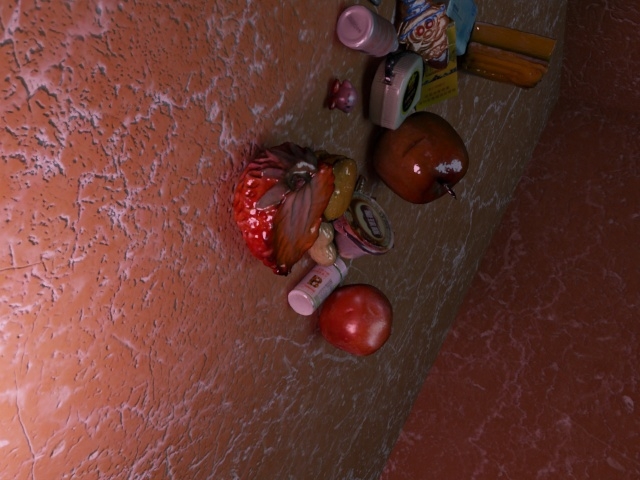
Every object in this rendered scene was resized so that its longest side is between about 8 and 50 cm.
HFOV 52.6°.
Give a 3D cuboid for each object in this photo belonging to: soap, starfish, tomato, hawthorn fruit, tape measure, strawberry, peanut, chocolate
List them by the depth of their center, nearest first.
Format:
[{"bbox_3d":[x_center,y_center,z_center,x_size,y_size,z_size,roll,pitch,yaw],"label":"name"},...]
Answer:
[{"bbox_3d":[-0.097,-0.067,1.460,0.265,0.149,0.336,-49,157,-33],"label":"strawberry"},{"bbox_3d":[0.000,0.000,1.741,0.082,0.082,0.187,-50,146,-36],"label":"peanut"},{"bbox_3d":[0.089,-0.019,1.819,0.147,0.221,0.221,-38,172,33],"label":"chocolate"},{"bbox_3d":[0.217,-0.451,1.835,0.235,0.115,0.207,-53,154,-39],"label":"tape measure"},{"bbox_3d":[0.104,0.234,1.949,0.189,0.232,0.232,9,99,-46],"label":"tomato"},{"bbox_3d":[0.318,-0.236,1.949,0.268,0.301,0.267,-40,161,-17],"label":"hawthorn fruit"},{"bbox_3d":[0.119,-0.079,1.968,0.227,0.043,0.240,-4,113,-61],"label":"starfish"},{"bbox_3d":[0.639,-0.635,2.253,0.259,0.281,0.143,79,26,-83],"label":"soap"}]

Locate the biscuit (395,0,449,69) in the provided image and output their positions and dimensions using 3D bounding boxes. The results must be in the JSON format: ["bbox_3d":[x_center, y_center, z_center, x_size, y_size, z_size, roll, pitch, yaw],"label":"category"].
[{"bbox_3d":[0.298,-0.599,1.858,0.183,0.043,0.280,-39,122,-1],"label":"biscuit"}]

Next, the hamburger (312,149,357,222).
[{"bbox_3d":[0.003,-0.129,1.624,0.182,0.118,0.191,21,85,-60],"label":"hamburger"}]

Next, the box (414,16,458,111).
[{"bbox_3d":[0.347,-0.540,2.008,0.153,0.041,0.279,-23,141,-4],"label":"box"}]

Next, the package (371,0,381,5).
[{"bbox_3d":[0.138,-0.693,1.612,0.173,0.027,0.171,2,108,-62],"label":"package"}]

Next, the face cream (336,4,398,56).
[{"bbox_3d":[0.139,-0.519,1.644,0.252,0.101,0.101,-10,116,-61],"label":"face cream"}]

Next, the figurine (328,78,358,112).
[{"bbox_3d":[0.060,-0.365,1.633,0.067,0.071,0.083,-109,-149,-61],"label":"figurine"}]

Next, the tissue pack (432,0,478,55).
[{"bbox_3d":[0.417,-0.711,2.063,0.263,0.089,0.177,7,100,-64],"label":"tissue pack"}]

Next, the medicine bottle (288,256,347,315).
[{"bbox_3d":[-0.007,0.123,1.806,0.183,0.086,0.086,-46,145,-41],"label":"medicine bottle"}]
